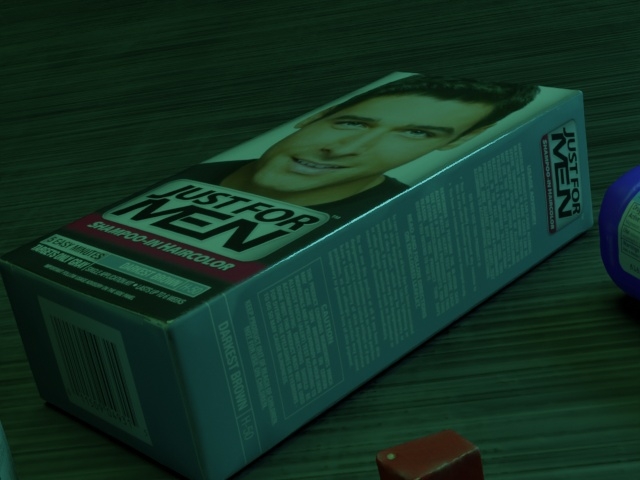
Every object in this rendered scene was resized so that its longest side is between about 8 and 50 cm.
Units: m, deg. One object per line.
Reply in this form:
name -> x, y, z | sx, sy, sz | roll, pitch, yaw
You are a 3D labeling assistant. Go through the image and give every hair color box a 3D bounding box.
hair color box -> 0.000, 0.000, 0.769 | 0.374, 0.114, 0.185 | -29, 30, -36

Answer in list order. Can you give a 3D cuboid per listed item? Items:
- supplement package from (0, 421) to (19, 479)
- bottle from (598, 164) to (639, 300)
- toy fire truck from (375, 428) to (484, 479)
supplement package -> -0.253, 0.146, 0.511 | 0.194, 0.149, 0.203 | -13, 23, -4
bottle -> 0.274, 0.027, 0.618 | 0.118, 0.092, 0.283 | -17, 25, -17
toy fire truck -> 0.011, 0.162, 0.489 | 0.192, 0.047, 0.135 | -21, 26, -19
